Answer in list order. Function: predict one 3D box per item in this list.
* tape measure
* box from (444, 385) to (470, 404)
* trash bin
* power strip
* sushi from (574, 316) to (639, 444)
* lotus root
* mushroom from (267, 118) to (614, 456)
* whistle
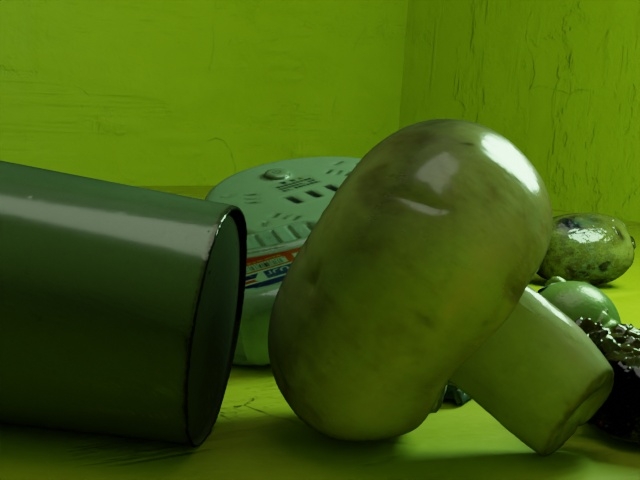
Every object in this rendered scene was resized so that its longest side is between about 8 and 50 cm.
[{"bbox_3d":[-0.073,0.076,1.710,0.243,0.125,0.246,-17,26,-12],"label":"tape measure"},{"bbox_3d":[0.153,0.154,1.561,0.054,0.074,0.099,-8,2,24],"label":"box"},{"bbox_3d":[-0.309,0.053,1.305,0.432,0.280,0.280,8,8,7],"label":"trash bin"},{"bbox_3d":[0.000,0.000,1.981,0.358,0.161,0.357,-3,23,1],"label":"power strip"},{"bbox_3d":[0.332,0.154,1.463,0.147,0.114,0.212,3,8,-9],"label":"sushi"},{"bbox_3d":[0.477,0.020,2.539,0.278,0.154,0.154,-6,9,-11],"label":"lotus root"},{"bbox_3d":[0.105,0.058,1.317,0.353,0.353,0.325,8,-20,28],"label":"mushroom"},{"bbox_3d":[0.309,0.109,1.732,0.141,0.141,0.294,3,6,-9],"label":"whistle"}]
